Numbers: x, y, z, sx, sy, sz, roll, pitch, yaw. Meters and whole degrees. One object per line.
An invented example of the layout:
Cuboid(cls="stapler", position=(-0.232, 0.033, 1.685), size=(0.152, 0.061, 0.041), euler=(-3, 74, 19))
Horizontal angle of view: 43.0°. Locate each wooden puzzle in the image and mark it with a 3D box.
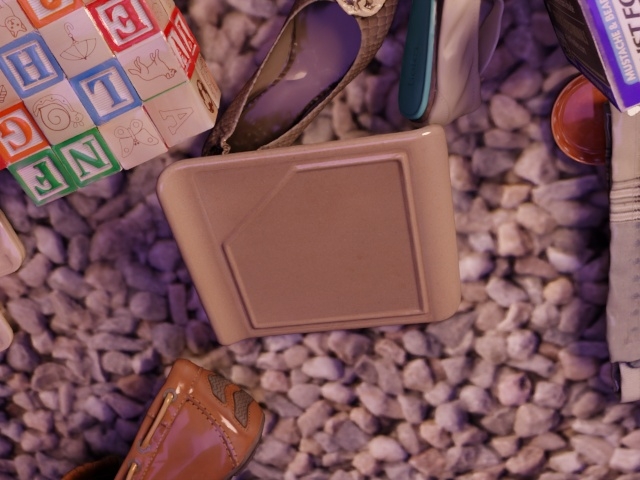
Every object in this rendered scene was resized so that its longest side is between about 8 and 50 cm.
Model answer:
Cuboid(cls="wooden puzzle", position=(0.000, 0.000, 0.720), size=(0.238, 0.044, 0.221), euler=(-9, 133, 5))

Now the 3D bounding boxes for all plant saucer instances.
Cuboid(cls="plant saucer", position=(0.239, -0.107, 0.696), size=(0.083, 0.013, 0.084), euler=(2, 113, 5))

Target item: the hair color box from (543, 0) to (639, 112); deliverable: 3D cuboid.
Cuboid(cls="hair color box", position=(0.328, -0.221, 0.550), size=(0.338, 0.185, 0.110), euler=(-22, 109, 14))

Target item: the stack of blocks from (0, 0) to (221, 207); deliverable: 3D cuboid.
Cuboid(cls="stack of blocks", position=(-0.254, -0.122, 0.676), size=(0.297, 0.087, 0.171), euler=(-22, 118, 10))

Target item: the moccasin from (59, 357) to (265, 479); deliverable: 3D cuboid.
Cuboid(cls="moccasin", position=(-0.220, 0.277, 0.828), size=(0.147, 0.139, 0.380), euler=(38, 110, -8))

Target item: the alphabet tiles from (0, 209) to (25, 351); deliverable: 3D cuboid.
Cuboid(cls="alphabet tiles", position=(-0.440, 0.014, 0.809), size=(0.284, 0.021, 0.278), euler=(-22, 108, 14))

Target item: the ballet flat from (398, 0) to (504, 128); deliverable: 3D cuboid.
Cuboid(cls="ballet flat", position=(0.110, -0.211, 0.642), size=(0.086, 0.086, 0.248), euler=(5, 113, 4))

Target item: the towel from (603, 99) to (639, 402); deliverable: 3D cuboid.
Cuboid(cls="towel", position=(0.407, 0.007, 0.695), size=(0.324, 0.056, 0.312), euler=(-7, 113, 8))

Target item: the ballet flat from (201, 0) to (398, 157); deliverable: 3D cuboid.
Cuboid(cls="ballet flat", position=(-0.021, -0.139, 0.686), size=(0.084, 0.058, 0.250), euler=(39, 110, -10))
